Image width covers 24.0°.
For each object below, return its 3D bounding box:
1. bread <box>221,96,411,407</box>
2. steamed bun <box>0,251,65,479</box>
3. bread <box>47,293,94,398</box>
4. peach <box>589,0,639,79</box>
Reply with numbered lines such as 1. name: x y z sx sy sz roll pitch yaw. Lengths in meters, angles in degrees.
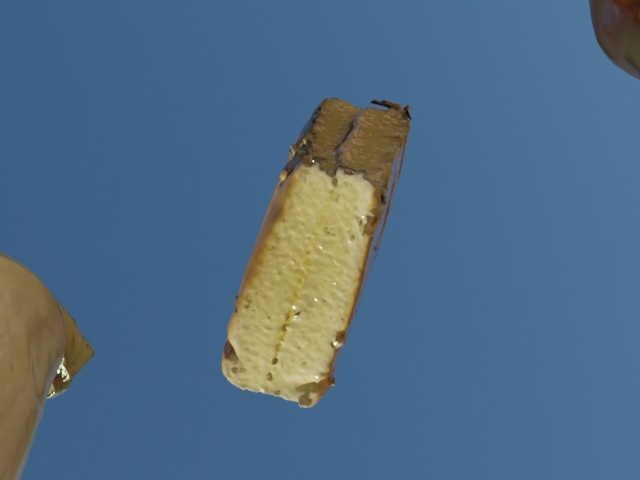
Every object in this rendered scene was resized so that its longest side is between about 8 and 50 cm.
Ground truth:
1. bread: 0.000 0.000 1.388 0.111 0.246 0.239 19 -160 -1
2. steamed bun: -0.234 0.113 0.679 0.155 0.200 0.250 29 -116 -21
3. bread: -0.313 0.101 1.558 0.156 0.118 0.064 55 -151 -29
4. peach: 0.231 -0.143 0.873 0.138 0.138 0.138 25 -125 -43
